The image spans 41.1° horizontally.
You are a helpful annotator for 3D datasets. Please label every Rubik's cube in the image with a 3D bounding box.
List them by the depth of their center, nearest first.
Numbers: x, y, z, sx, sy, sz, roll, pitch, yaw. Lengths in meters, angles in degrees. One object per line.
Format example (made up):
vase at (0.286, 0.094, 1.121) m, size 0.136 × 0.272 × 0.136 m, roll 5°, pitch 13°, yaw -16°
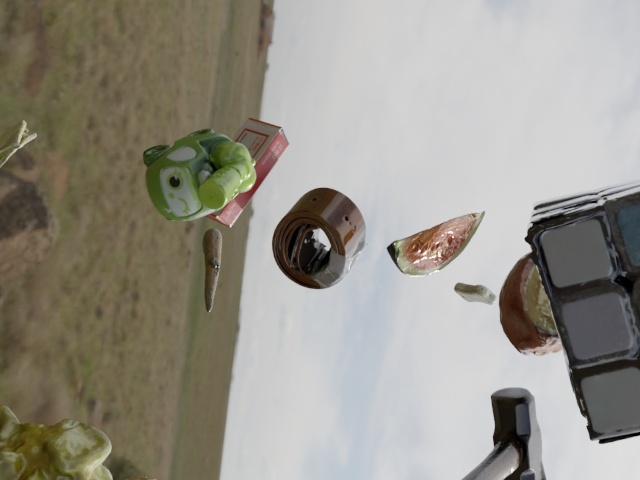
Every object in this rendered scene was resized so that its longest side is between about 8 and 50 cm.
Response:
Rubik's cube at (0.537, 0.072, 1.350) m, size 0.359 × 0.363 × 0.362 m, roll -13°, pitch 86°, yaw -77°

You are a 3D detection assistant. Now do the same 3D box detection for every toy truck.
toy truck at (-0.201, -0.119, 1.556) m, size 0.187 × 0.210 × 0.148 m, roll -38°, pitch 120°, yaw -45°

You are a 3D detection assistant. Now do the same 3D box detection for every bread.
bread at (0.475, 0.133, 1.801) m, size 0.123 × 0.190 × 0.244 m, roll 99°, pitch 13°, yaw -56°

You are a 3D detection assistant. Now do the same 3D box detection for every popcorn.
popcorn at (-0.525, 0.448, 1.468) m, size 0.292 × 0.334 × 0.294 m, roll -87°, pitch -162°, yaw -71°

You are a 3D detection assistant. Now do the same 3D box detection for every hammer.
hammer at (0.346, 0.465, 1.707) m, size 0.409 × 0.095 × 0.242 m, roll -18°, pitch 102°, yaw -57°

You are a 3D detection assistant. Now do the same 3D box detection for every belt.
belt at (0.000, 0.000, 1.817) m, size 0.105 × 0.184 × 0.261 m, roll -53°, pitch 169°, yaw -36°

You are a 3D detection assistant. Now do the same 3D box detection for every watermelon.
watermelon at (0.213, 0.005, 1.595) m, size 0.063 × 0.245 × 0.119 m, roll 55°, pitch -40°, yaw 27°

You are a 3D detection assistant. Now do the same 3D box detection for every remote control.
remote control at (0.414, 0.141, 2.284) m, size 0.122 × 0.074 × 0.032 m, roll 5°, pitch -120°, yaw 59°

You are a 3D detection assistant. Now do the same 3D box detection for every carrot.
carrot at (-0.253, 0.065, 1.973) m, size 0.049 × 0.049 × 0.254 m, roll 103°, pitch -12°, yaw -46°

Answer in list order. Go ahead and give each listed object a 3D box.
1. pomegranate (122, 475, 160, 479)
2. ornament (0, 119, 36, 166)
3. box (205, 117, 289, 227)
pomegranate at (-0.399, 0.643, 1.919) m, size 0.248 × 0.248 × 0.248 m, roll -173°, pitch -90°, yaw -84°
ornament at (-0.636, -0.170, 1.692) m, size 0.180 × 0.059 × 0.201 m, roll -13°, pitch -147°, yaw 46°
box at (-0.167, -0.142, 1.747) m, size 0.123 × 0.050 × 0.229 m, roll 24°, pitch -106°, yaw 44°
